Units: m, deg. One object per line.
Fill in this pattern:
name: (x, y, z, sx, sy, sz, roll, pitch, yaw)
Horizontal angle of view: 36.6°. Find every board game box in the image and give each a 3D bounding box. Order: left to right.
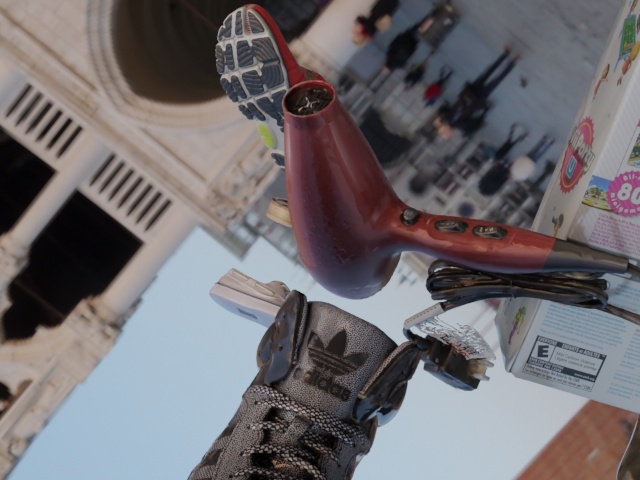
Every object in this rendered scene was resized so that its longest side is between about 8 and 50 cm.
board game box: (0.291, -0.016, 0.728, 0.224, 0.303, 0.097, 17, -158, -3)

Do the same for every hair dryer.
hair dryer: (0.081, -0.011, 0.691, 0.294, 0.224, 0.080, 36, -132, -20)

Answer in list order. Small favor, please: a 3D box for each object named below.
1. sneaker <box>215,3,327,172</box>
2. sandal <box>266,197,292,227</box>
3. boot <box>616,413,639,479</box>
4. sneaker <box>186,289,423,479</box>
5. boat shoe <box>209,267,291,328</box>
sneaker: (-0.044, -0.200, 1.290, 0.107, 0.118, 0.279, 2, 134, 36)
sandal: (-0.005, -0.003, 1.308, 0.088, 0.079, 0.240, 27, -170, 30)
boot: (0.393, 0.193, 1.153, 0.106, 0.219, 0.082, 43, 162, -22)
sneaker: (-0.018, 0.111, 0.513, 0.101, 0.153, 0.268, 25, -172, 3)
boat shoe: (-0.092, 0.114, 1.811, 0.258, 0.084, 0.095, 22, 155, 28)
